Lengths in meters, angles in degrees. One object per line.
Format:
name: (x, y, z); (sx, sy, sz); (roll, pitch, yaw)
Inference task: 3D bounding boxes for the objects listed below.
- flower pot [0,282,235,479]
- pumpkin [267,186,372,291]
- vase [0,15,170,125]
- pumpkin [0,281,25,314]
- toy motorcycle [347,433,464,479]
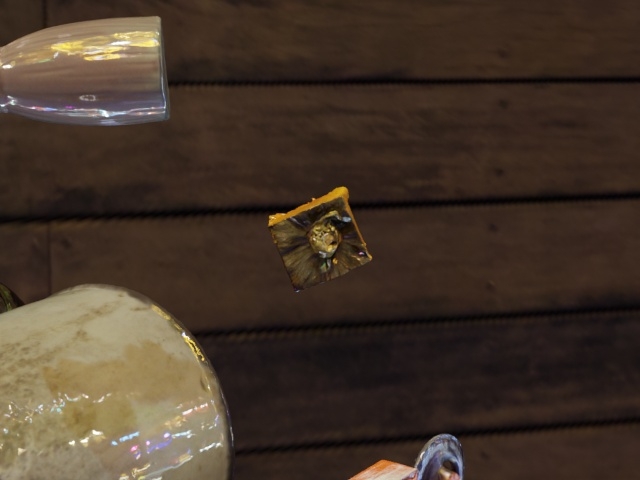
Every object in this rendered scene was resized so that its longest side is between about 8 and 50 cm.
flower pot: (-0.281, 0.206, 1.425); (0.330, 0.293, 0.294); (-15, 107, -58)
pumpkin: (0.000, 0.000, 1.476); (0.083, 0.054, 0.074); (-23, 105, 6)
vase: (-0.126, -0.081, 0.790); (0.100, 0.053, 0.053); (-5, 107, -4)
pumpkin: (-0.410, 0.112, 1.746); (0.202, 0.202, 0.140); (-4, 65, -13)
toy motorcycle: (0.045, 0.323, 1.495); (0.325, 0.147, 0.221); (-21, 114, -49)
